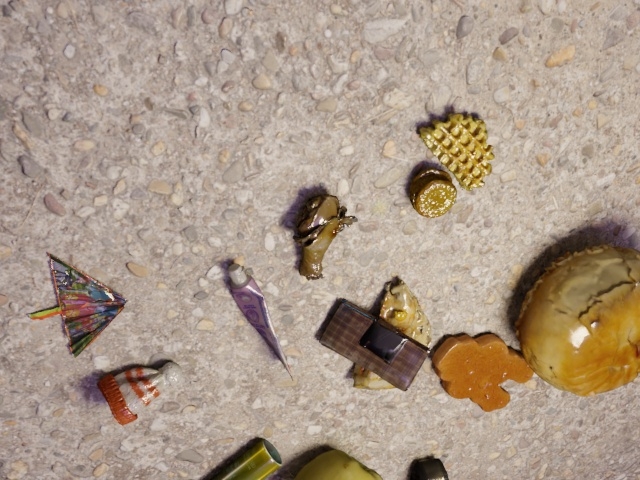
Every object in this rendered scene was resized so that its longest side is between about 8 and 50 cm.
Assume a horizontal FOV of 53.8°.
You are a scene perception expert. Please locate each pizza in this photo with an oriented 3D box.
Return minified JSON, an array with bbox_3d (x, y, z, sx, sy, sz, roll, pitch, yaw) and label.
[{"bbox_3d":[0.183,0.229,1.491,0.189,0.071,0.297,8,108,-21],"label":"pizza"}]

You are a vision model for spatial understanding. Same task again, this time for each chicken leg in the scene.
[{"bbox_3d":[-0.006,-0.001,1.292,0.125,0.080,0.196,10,114,-39],"label":"chicken leg"}]

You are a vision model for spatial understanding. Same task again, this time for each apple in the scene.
[{"bbox_3d":[0.040,0.656,1.572,0.262,0.262,0.262,-9,120,-16],"label":"apple"}]

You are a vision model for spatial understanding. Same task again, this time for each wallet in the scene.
[{"bbox_3d":[0.121,0.238,1.426,0.230,0.042,0.124,30,107,6],"label":"wallet"}]

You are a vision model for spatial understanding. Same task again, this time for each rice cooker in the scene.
[{"bbox_3d":[0.306,0.688,1.763,0.106,0.112,0.165,1,114,-16],"label":"rice cooker"}]

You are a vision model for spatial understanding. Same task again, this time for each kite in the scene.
[{"bbox_3d":[-0.467,0.121,1.218,0.183,0.014,0.241,-12,121,-11],"label":"kite"}]

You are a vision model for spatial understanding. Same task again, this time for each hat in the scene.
[{"bbox_3d":[-0.367,0.303,1.316,0.162,0.112,0.094,-30,152,-15],"label":"hat"}]

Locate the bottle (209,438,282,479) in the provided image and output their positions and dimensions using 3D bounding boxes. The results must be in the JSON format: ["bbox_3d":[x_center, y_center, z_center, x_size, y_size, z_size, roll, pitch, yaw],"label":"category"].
[{"bbox_3d":[-0.226,0.599,1.528,0.286,0.082,0.082,-39,124,2],"label":"bottle"}]

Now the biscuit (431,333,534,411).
[{"bbox_3d":[0.420,0.338,1.657,0.333,0.047,0.202,28,104,-33],"label":"biscuit"}]

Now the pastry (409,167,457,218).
[{"bbox_3d":[0.238,-0.099,1.334,0.097,0.057,0.109,-12,132,-3],"label":"pastry"}]

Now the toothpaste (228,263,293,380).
[{"bbox_3d":[-0.123,0.174,1.347,0.048,0.075,0.301,-39,124,-25],"label":"toothpaste"}]

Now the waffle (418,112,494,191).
[{"bbox_3d":[0.290,-0.179,1.326,0.160,0.046,0.192,-21,122,-12],"label":"waffle"}]

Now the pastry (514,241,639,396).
[{"bbox_3d":[0.671,0.190,1.552,0.409,0.245,0.410,-11,123,-18],"label":"pastry"}]
